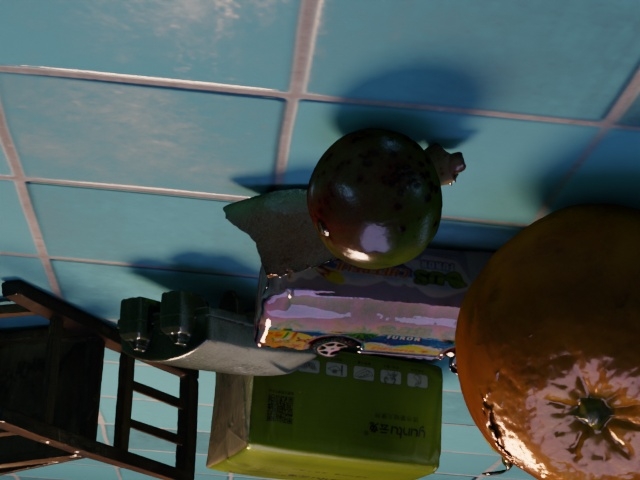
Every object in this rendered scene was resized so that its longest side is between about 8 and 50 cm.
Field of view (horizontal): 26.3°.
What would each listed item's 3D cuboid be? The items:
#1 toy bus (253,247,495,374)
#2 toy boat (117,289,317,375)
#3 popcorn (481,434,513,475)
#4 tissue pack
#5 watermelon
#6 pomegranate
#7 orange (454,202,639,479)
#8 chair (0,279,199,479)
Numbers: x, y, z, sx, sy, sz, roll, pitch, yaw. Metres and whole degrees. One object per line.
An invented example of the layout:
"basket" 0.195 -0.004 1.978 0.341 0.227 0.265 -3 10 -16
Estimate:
"toy bus" 0.091 0.063 1.451 0.317 0.112 0.138 4 151 -4
"toy boat" -0.103 0.116 1.670 0.141 0.092 0.319 -10 164 33
"popcorn" 0.315 0.237 1.818 0.195 0.173 0.168 -1 -156 -1
"tissue pack" 0.005 0.246 1.898 0.274 0.167 0.200 11 160 -18
"watermelon" 0.003 -0.011 1.310 0.155 0.080 0.101 -19 164 16
"pomegranate" 0.048 -0.040 1.148 0.130 0.130 0.130 3 161 1
"orange" 0.266 0.100 1.277 0.284 0.226 0.284 5 121 9
"chair" -0.374 0.211 1.835 0.240 0.203 0.416 -10 155 25
